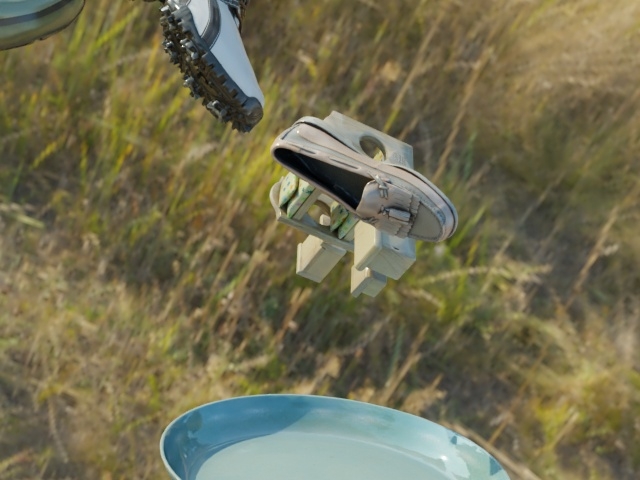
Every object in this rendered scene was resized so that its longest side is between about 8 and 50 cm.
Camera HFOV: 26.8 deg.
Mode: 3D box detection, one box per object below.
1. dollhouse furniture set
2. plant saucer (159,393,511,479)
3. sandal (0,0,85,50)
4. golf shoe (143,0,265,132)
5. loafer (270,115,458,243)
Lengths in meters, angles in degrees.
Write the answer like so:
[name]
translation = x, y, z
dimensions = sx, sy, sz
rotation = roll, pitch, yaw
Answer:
[dollhouse furniture set]
translation = 0.000, 0.000, 1.293
dimensions = 0.101, 0.182, 0.161
rotation = 23, 42, -20
[plant saucer]
translation = 0.012, 0.215, 1.206
dimensions = 0.317, 0.044, 0.317
rotation = 8, 13, -2
[sandal]
translation = -0.210, -0.121, 0.559
dimensions = 0.120, 0.086, 0.302
rotation = 7, 12, 31
[golf shoe]
translation = -0.075, -0.169, 0.935
dimensions = 0.094, 0.077, 0.198
rotation = -26, 73, -16
[loafer]
translation = 0.024, -0.031, 0.829
dimensions = 0.125, 0.045, 0.039
rotation = 33, 39, 18
